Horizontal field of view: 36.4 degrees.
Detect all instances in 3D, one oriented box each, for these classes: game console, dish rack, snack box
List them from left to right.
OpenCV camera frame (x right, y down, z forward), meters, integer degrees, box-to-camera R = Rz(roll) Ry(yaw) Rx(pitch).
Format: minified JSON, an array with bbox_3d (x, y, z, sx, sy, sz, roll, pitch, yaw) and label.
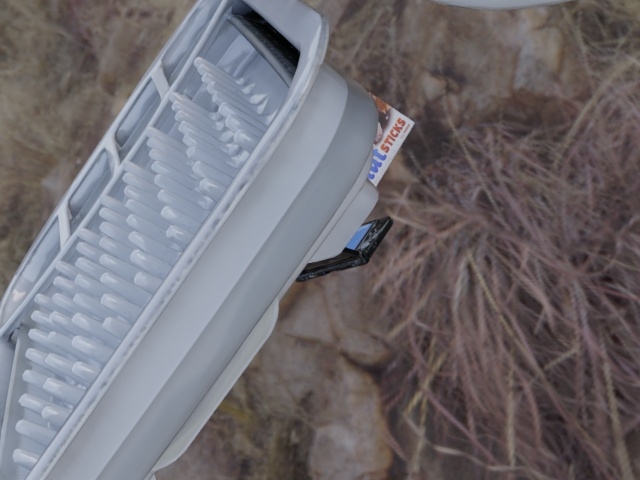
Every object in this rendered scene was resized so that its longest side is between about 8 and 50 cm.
[{"bbox_3d":[-0.082,0.002,0.507,0.285,0.072,0.333,-53,21,9],"label":"dish rack"},{"bbox_3d":[0.000,0.000,1.061,0.122,0.071,0.107,-17,30,48],"label":"game console"},{"bbox_3d":[0.042,-0.090,1.065,0.178,0.064,0.022,-58,3,-39],"label":"snack box"}]

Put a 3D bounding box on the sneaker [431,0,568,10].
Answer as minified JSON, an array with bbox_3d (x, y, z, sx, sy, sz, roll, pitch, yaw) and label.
[{"bbox_3d":[-0.033,-0.224,0.294,0.130,0.236,0.323,-42,57,9],"label":"sneaker"}]
